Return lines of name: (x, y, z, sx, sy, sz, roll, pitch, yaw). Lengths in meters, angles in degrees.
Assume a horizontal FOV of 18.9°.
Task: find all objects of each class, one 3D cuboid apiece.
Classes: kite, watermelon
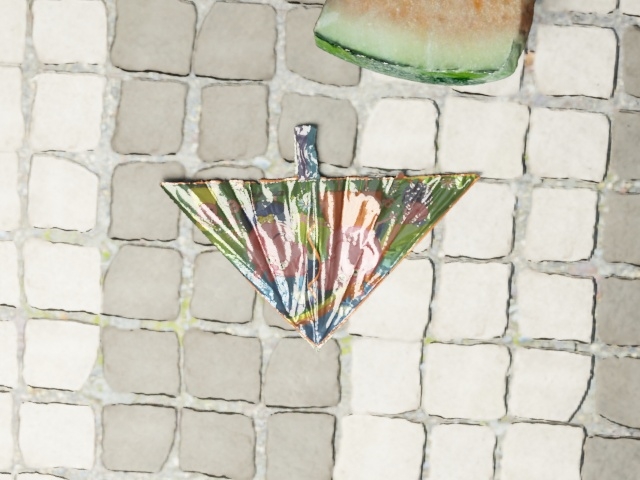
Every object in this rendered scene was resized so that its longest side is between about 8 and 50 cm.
kite: (0.000, 0.000, 1.925, 0.321, 0.016, 0.234, -1, 101, 2)
watermelon: (0.121, -0.273, 1.824, 0.193, 0.140, 0.256, 18, 91, 3)
